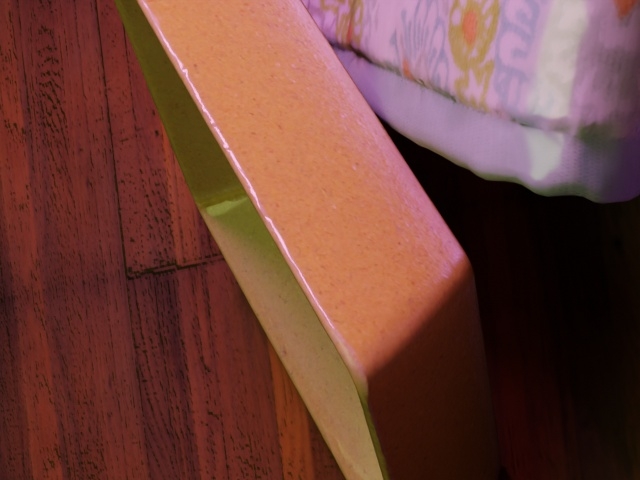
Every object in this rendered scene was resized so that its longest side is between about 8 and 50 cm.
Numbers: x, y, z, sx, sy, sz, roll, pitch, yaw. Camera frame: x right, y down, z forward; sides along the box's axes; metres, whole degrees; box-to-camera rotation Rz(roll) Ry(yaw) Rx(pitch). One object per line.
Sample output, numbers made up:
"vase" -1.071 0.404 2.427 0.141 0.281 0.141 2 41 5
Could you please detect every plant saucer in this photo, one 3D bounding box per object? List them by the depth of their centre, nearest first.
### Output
"plant saucer" 0.000 0.000 0.933 0.333 0.081 0.333 59 172 30

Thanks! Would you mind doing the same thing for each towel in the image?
"towel" 0.073 -0.210 0.825 0.374 0.090 0.321 -140 53 -66
